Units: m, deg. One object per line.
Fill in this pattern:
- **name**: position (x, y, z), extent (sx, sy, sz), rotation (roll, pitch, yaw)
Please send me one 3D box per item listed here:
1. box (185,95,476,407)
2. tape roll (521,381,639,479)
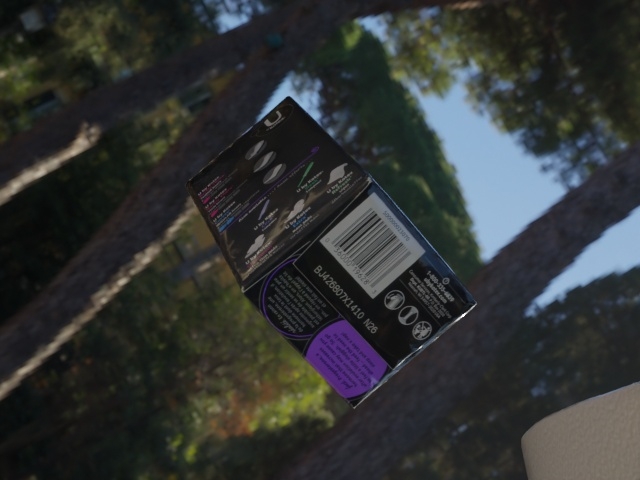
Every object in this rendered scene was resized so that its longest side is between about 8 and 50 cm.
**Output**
- **box**: position (0.000, 0.000, 1.126), extent (0.165, 0.143, 0.270), rotation (49, 2, -27)
- **tape roll**: position (0.281, 0.079, 0.520), extent (0.392, 0.392, 0.072), rotation (123, -41, -68)
